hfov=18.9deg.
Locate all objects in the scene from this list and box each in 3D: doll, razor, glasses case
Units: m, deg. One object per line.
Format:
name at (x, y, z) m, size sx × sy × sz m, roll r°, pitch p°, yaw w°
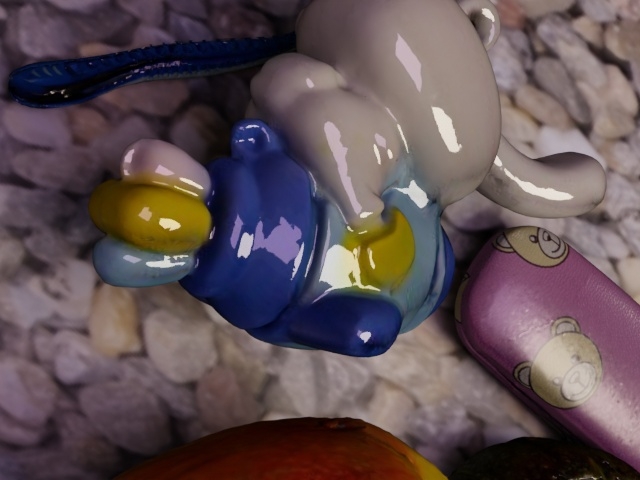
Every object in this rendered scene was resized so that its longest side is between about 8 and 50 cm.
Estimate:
doll at (0.011, -0.048, 1.408) m, size 0.376 × 0.187 × 0.365 m, roll 41°, pitch 71°, yaw -10°
razor at (-0.084, -0.147, 1.470) m, size 0.324 × 0.093 × 0.056 m, roll -20°, pitch 135°, yaw -21°
glasses case at (0.239, 0.113, 1.617) m, size 0.316 × 0.076 × 0.123 m, roll 41°, pitch 70°, yaw -21°

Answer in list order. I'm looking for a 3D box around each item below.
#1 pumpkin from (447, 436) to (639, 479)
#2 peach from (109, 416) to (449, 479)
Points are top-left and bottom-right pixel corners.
pumpkin at (0.186, 0.274, 1.548) m, size 0.238 × 0.159 × 0.238 m, roll 2°, pitch 85°, yaw -25°
peach at (-0.044, 0.293, 1.360) m, size 0.373 × 0.290 × 0.372 m, roll -23°, pitch 142°, yaw -20°
